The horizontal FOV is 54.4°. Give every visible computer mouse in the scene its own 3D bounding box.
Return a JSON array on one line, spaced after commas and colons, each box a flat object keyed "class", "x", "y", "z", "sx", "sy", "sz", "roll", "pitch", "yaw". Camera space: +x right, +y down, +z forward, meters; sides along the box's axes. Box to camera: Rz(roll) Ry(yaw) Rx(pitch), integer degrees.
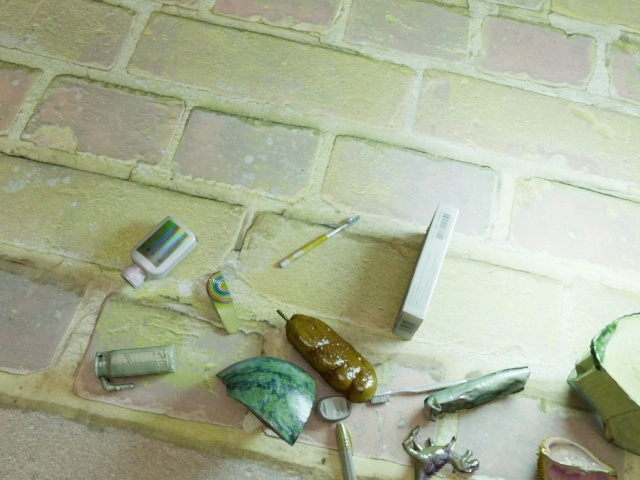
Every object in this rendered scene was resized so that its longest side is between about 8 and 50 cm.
[{"class": "computer mouse", "x": 0.031, "y": 0.442, "z": 1.628, "sx": 0.096, "sy": 0.039, "sz": 0.066, "roll": -1, "pitch": 65, "yaw": -19}]

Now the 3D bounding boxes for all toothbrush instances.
[{"class": "toothbrush", "x": 0.282, "y": 0.403, "z": 1.674, "sx": 0.307, "sy": 0.025, "sz": 0.029, "roll": -7, "pitch": 75, "yaw": -8}, {"class": "toothbrush", "x": 0.000, "y": 0.000, "z": 1.833, "sx": 0.288, "sy": 0.024, "sz": 0.021, "roll": -32, "pitch": 74, "yaw": -17}]

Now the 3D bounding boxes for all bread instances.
[{"class": "bread", "x": 0.009, "y": 0.301, "z": 1.666, "sx": 0.344, "sy": 0.084, "sz": 0.124, "roll": 40, "pitch": 39, "yaw": 14}]

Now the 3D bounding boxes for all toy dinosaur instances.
[{"class": "toy dinosaur", "x": 0.272, "y": 0.582, "z": 1.569, "sx": 0.251, "sy": 0.072, "sz": 0.200, "roll": -34, "pitch": 83, "yaw": -28}]

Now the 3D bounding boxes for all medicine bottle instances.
[{"class": "medicine bottle", "x": -0.460, "y": 0.039, "z": 1.747, "sx": 0.115, "sy": 0.078, "sz": 0.219, "roll": 39, "pitch": 68, "yaw": 10}]

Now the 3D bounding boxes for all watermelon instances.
[{"class": "watermelon", "x": -0.142, "y": 0.385, "z": 1.582, "sx": 0.260, "sy": 0.256, "sz": 0.176, "roll": 39, "pitch": 112, "yaw": 5}]

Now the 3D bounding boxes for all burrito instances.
[{"class": "burrito", "x": 0.417, "y": 0.401, "z": 1.652, "sx": 0.309, "sy": 0.096, "sz": 0.066, "roll": -17, "pitch": 50, "yaw": -9}]

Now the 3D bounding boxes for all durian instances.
[{"class": "durian", "x": 0.630, "y": 0.575, "z": 1.568, "sx": 0.182, "sy": 0.132, "sz": 0.165, "roll": -14, "pitch": 75, "yaw": -15}]

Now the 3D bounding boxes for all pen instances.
[{"class": "pen", "x": 0.075, "y": 0.579, "z": 1.575, "sx": 0.040, "sy": 0.032, "sz": 0.233, "roll": 2, "pitch": 65, "yaw": -30}]

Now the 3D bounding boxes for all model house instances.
[{"class": "model house", "x": 0.812, "y": 0.369, "z": 1.601, "sx": 0.261, "sy": 0.266, "sz": 0.321, "roll": -34, "pitch": 70, "yaw": -24}]

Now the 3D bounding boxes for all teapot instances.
[{"class": "teapot", "x": -0.480, "y": 0.332, "z": 1.619, "sx": 0.200, "sy": 0.077, "sz": 0.107, "roll": -4, "pitch": 85, "yaw": -6}]

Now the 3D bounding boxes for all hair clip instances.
[{"class": "hair clip", "x": -0.273, "y": 0.172, "z": 1.728, "sx": 0.060, "sy": 0.033, "sz": 0.188, "roll": -19, "pitch": 68, "yaw": -12}]

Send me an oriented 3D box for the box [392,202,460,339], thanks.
[{"class": "box", "x": 0.290, "y": 0.086, "z": 1.724, "sx": 0.065, "sy": 0.200, "sz": 0.343, "roll": 20, "pitch": 66, "yaw": 7}]
